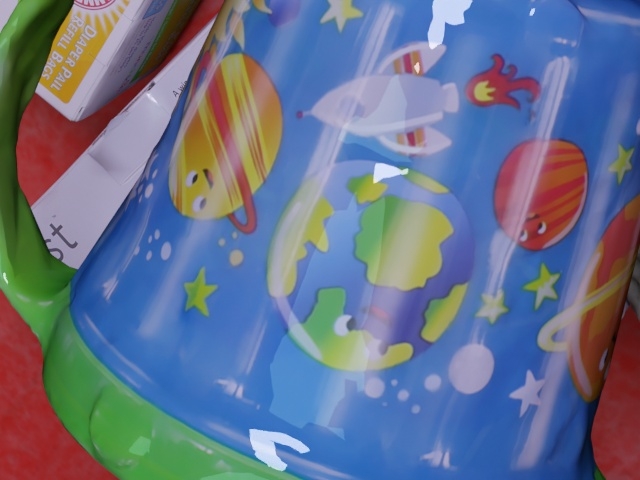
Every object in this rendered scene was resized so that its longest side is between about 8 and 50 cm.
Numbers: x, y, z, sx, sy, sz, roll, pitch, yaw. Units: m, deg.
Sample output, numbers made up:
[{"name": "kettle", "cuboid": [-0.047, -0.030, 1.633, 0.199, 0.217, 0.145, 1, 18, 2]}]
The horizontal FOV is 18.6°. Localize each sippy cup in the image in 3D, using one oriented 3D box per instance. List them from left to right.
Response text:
[{"name": "sippy cup", "cuboid": [0.030, -0.015, 0.775, 0.305, 0.240, 0.224, 10, 108, -26]}]

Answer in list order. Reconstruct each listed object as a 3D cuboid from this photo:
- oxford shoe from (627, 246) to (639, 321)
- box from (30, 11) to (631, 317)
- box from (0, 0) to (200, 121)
[{"name": "oxford shoe", "cuboid": [0.157, -0.112, 0.863, 0.449, 0.130, 0.169, 63, 150, 2]}, {"name": "box", "cuboid": [0.000, 0.000, 0.982, 0.231, 0.127, 0.262, 47, 124, -1]}, {"name": "box", "cuboid": [-0.152, -0.175, 0.983, 0.203, 0.103, 0.114, 40, 124, 3]}]
